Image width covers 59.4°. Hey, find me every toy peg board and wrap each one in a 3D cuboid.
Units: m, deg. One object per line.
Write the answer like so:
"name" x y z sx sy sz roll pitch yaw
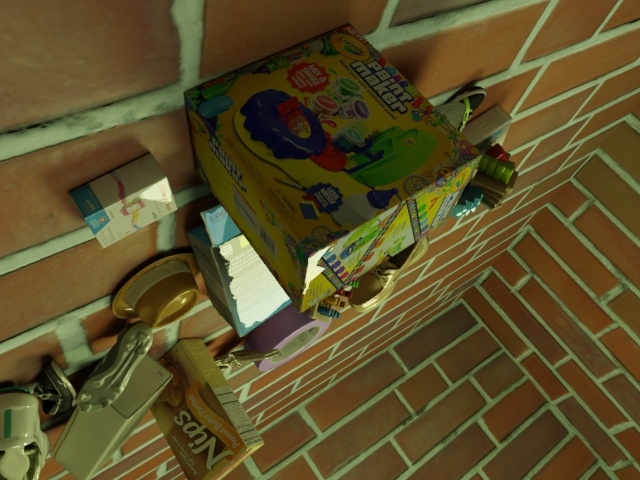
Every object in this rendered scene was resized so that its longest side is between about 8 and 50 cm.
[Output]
"toy peg board" 0.045 0.161 1.625 0.161 0.079 0.160 37 67 -69

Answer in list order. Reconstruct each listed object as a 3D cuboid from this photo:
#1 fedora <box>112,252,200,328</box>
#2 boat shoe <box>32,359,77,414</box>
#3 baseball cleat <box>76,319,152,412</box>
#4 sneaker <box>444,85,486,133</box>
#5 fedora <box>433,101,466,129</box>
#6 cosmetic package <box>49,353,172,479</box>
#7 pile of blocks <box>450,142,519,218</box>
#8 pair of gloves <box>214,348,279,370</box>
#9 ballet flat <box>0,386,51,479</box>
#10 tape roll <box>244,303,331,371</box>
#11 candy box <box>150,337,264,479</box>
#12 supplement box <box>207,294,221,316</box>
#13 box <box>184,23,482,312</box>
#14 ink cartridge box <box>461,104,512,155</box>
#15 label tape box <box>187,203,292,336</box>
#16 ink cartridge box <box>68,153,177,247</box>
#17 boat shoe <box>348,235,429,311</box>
"fedora" -0.291 0.106 1.060 0.194 0.079 0.194 -32 159 -14
"boat shoe" -0.521 0.296 1.093 0.065 0.075 0.206 -29 163 -31
"baseball cleat" -0.401 0.244 1.113 0.206 0.072 0.109 -48 -159 0
"sneaker" 0.291 -0.241 1.261 0.235 0.097 0.084 -41 160 8
"fedora" 0.133 -0.194 1.059 0.244 0.124 0.275 -26 157 -28
"cosmetic package" -0.475 0.396 1.267 0.309 0.113 0.160 -53 176 32
"pile of blocks" 0.365 -0.148 1.337 0.362 0.149 0.112 -26 146 -31
"pair of gloves" -0.259 0.335 1.566 0.204 0.042 0.240 -19 171 41
"ballet flat" -0.617 0.429 1.124 0.139 0.139 0.400 -23 155 -36
"tape roll" -0.101 0.294 1.765 0.275 0.090 0.274 -32 158 -15
"candy box" -0.300 0.420 1.374 0.183 0.316 0.088 -43 159 14
"supplement box" -0.208 0.115 1.242 0.036 0.062 0.098 -15 149 -43
"box" 0.008 -0.109 0.797 0.279 0.290 0.177 -30 158 -21
"ink cartridge box" 0.357 -0.198 1.510 0.296 0.066 0.261 -33 158 -12
"label tape box" -0.103 -0.010 1.040 0.249 0.115 0.347 -33 143 -22
"ink cartridge box" -0.272 -0.055 0.787 0.123 0.052 0.088 -32 159 -18
"boat shoe" 0.207 0.085 1.808 0.341 0.122 0.110 -48 155 -1
